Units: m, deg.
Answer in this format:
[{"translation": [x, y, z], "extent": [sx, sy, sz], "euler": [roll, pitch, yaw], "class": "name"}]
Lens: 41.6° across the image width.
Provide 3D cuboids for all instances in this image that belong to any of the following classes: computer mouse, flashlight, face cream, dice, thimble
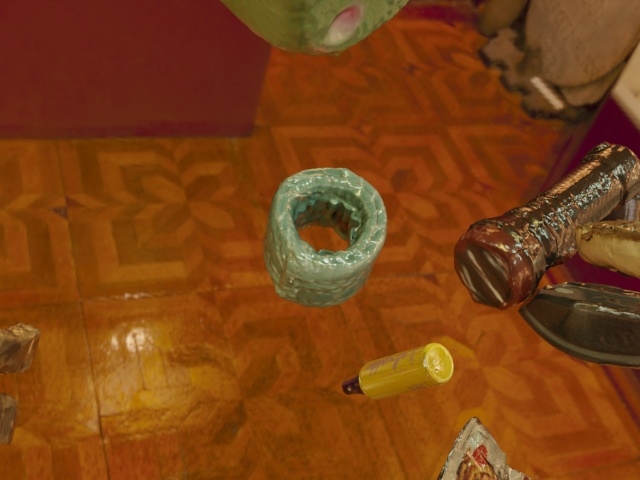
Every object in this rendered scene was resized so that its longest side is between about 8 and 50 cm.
[{"translation": [0.305, 0.092, 0.819], "extent": [0.231, 0.071, 0.126], "euler": [10, 9, 29], "class": "computer mouse"}, {"translation": [0.236, -0.020, 0.841], "extent": [0.232, 0.093, 0.093], "euler": [-31, 62, -28], "class": "flashlight"}, {"translation": [0.135, 0.262, 1.625], "extent": [0.078, 0.273, 0.078], "euler": [15, 64, -33], "class": "face cream"}, {"translation": [-0.018, -0.504, 1.312], "extent": [0.318, 0.330, 0.322], "euler": [-38, 70, -14], "class": "dice"}, {"translation": [0.000, 0.000, 1.398], "extent": [0.198, 0.143, 0.235], "euler": [26, 52, 8], "class": "thimble"}]

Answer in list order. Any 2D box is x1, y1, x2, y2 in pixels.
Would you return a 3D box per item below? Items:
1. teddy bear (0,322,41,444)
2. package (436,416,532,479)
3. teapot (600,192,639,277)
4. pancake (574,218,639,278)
[{"translation": [-0.543, 0.179, 1.118], "extent": [0.223, 0.296, 0.246], "euler": [10, 81, 9], "class": "teddy bear"}, {"translation": [0.303, 0.443, 1.518], "extent": [0.239, 0.030, 0.154], "euler": [48, 58, -27], "class": "package"}, {"translation": [0.448, -0.029, 1.189], "extent": [0.096, 0.177, 0.087], "euler": [11, 27, 34], "class": "teapot"}, {"translation": [0.308, 0.002, 0.533], "extent": [0.283, 0.048, 0.282], "euler": [-4, 8, 1], "class": "pancake"}]
